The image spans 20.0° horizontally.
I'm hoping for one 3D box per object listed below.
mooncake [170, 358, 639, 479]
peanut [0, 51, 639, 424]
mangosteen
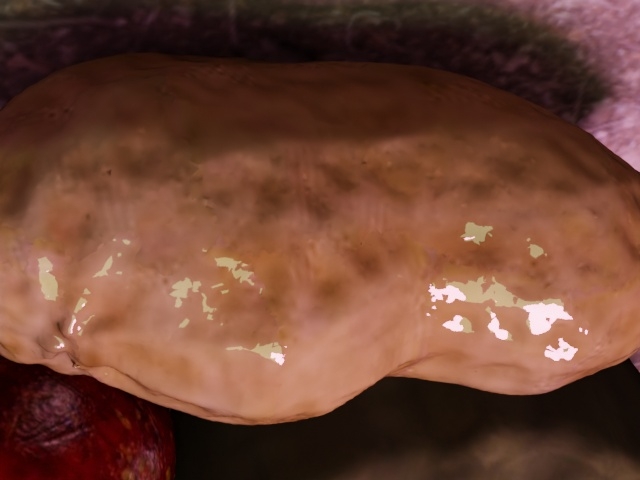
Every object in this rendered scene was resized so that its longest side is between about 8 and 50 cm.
[{"bbox_3d":[0.063,0.197,1.151,0.356,0.194,0.356,-9,139,-8],"label":"mooncake"},{"bbox_3d":[0.000,0.000,0.912,0.387,0.192,0.169,0,132,-12],"label":"peanut"},{"bbox_3d":[-0.209,0.125,1.024,0.257,0.215,0.215,25,136,2],"label":"mangosteen"}]
